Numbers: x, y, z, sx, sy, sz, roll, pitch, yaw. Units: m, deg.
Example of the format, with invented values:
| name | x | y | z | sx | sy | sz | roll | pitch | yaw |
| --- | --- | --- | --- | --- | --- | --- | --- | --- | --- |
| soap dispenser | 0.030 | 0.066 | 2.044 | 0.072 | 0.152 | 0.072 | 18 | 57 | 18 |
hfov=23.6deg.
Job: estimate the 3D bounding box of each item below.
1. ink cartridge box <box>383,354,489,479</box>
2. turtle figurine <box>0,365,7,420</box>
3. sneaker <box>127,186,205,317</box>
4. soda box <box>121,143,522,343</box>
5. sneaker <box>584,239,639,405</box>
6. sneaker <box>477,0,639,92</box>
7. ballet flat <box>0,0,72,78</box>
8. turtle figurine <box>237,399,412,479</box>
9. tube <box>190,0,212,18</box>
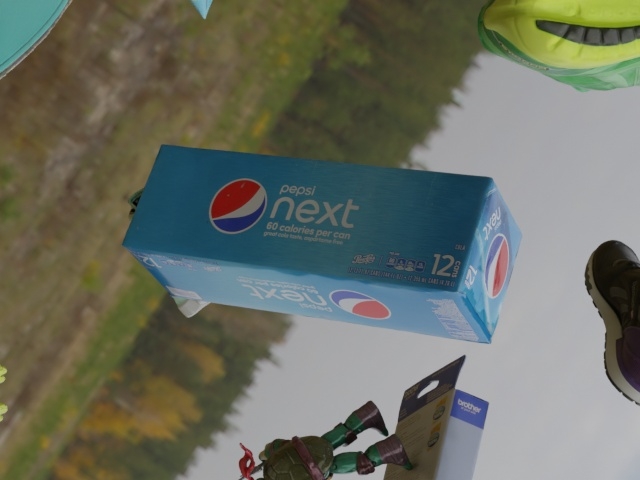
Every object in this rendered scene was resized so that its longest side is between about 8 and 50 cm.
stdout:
| name | x | y | z | sx | sy | sz | roll | pitch | yaw |
| --- | --- | --- | --- | --- | --- | --- | --- | --- | --- |
| ink cartridge box | 0.134 | 0.316 | 1.969 | 0.186 | 0.065 | 0.311 | 135 | -28 | -59 |
| turtle figurine | -0.336 | 0.238 | 1.466 | 0.269 | 0.087 | 0.217 | 83 | -1 | -48 |
| sneaker | -0.157 | 0.002 | 1.774 | 0.094 | 0.151 | 0.256 | -36 | 178 | -10 |
| soda box | 0.000 | 0.000 | 0.858 | 0.067 | 0.210 | 0.071 | 53 | 50 | -54 |
| sneaker | 0.425 | 0.079 | 1.956 | 0.124 | 0.107 | 0.283 | -52 | -156 | 31 |
| sneaker | 0.250 | -0.164 | 1.151 | 0.123 | 0.295 | 0.109 | 4 | -90 | 63 |
| ballet flat | -0.192 | -0.213 | 0.996 | 0.316 | 0.107 | 0.106 | -50 | -143 | -9 |
| turtle figurine | -0.010 | 0.301 | 1.970 | 0.234 | 0.175 | 0.118 | -27 | 148 | -7 |
| tube | -0.150 | -0.313 | 1.678 | 0.080 | 0.052 | 0.207 | -67 | 162 | -4 |
